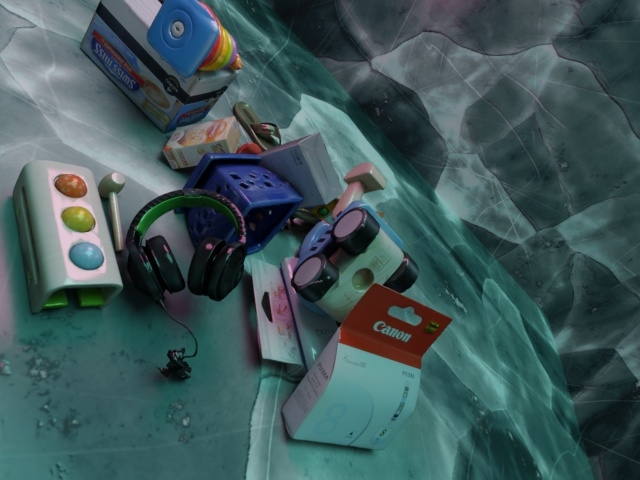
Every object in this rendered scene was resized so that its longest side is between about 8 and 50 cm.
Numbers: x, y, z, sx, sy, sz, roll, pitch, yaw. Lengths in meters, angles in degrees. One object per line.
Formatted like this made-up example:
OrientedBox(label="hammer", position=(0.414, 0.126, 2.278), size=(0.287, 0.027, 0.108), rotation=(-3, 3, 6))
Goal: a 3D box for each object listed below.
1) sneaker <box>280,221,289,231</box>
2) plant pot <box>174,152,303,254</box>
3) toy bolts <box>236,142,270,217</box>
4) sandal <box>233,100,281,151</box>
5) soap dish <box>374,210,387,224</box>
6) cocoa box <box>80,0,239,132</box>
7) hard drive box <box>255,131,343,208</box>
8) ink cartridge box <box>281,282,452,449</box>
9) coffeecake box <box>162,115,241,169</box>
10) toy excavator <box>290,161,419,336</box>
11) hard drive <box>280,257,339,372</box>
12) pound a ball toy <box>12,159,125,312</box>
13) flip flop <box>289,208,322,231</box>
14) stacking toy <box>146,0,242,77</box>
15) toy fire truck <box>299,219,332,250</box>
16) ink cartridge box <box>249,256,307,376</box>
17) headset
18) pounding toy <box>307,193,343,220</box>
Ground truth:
OrientedBox(label="sneaker", position=(-0.125, -0.062, 1.395), size=(0.069, 0.038, 0.098), rotation=(44, 38, -16))
OrientedBox(label="plant pot", position=(-0.229, -0.100, 1.118), size=(0.212, 0.236, 0.236), rotation=(50, 30, 13))
OrientedBox(label="toy bolts", position=(-0.243, -0.200, 1.325), size=(0.228, 0.159, 0.218), rotation=(41, 67, -51))
OrientedBox(label="sandal", position=(-0.219, -0.428, 1.615), size=(0.302, 0.086, 0.120), rotation=(50, 31, -1))
OrientedBox(label="soap dish", position=(0.104, 0.021, 1.433), size=(0.118, 0.228, 0.291), rotation=(36, 30, 8))
OrientedBox(label="cocoa box", position=(-0.477, -0.545, 1.262), size=(0.347, 0.228, 0.231), rotation=(47, 33, -7))
OrientedBox(label="hard drive box", position=(-0.073, -0.185, 1.186), size=(0.089, 0.232, 0.181), rotation=(-39, 114, -38))
OrientedBox(label="ink cartridge box", position=(0.137, 0.317, 0.991), size=(0.308, 0.384, 0.091), rotation=(27, 13, -34))
OrientedBox(label="coffeecake box", position=(-0.335, -0.282, 1.206), size=(0.142, 0.186, 0.068), rotation=(-88, 166, -48))
OrientedBox(label="toy excavator", position=(0.076, -0.022, 1.143), size=(0.222, 0.433, 0.445), rotation=(43, -2, -27))
OrientedBox(label="hard drive", position=(0.023, 0.194, 1.131), size=(0.210, 0.040, 0.318), rotation=(6, 51, -33))
OrientedBox(label="pound a ball toy", position=(-0.456, -0.032, 0.827), size=(0.208, 0.136, 0.319), rotation=(5, 53, -50))
OrientedBox(label="flip flop", position=(-0.058, -0.070, 1.430), size=(0.112, 0.080, 0.277), rotation=(44, 6, 19))
OrientedBox(label="stacking toy", position=(-0.294, -0.523, 1.141), size=(0.175, 0.165, 0.302), rotation=(46, 18, 9))
OrientedBox(label="toy fire truck", position=(0.000, 0.000, 1.429), size=(0.047, 0.135, 0.192), rotation=(31, 65, 17))
OrientedBox(label="ink cartridge box", position=(-0.086, 0.208, 1.120), size=(0.261, 0.066, 0.296), rotation=(23, 40, -38))
OrientedBox(label="headset", position=(-0.278, 0.075, 0.879), size=(0.244, 0.185, 0.393), rotation=(0, 57, -7))
OrientedBox(label="pounding toy", position=(-0.011, -0.186, 1.530), size=(0.206, 0.181, 0.094), rotation=(28, 37, -33))
